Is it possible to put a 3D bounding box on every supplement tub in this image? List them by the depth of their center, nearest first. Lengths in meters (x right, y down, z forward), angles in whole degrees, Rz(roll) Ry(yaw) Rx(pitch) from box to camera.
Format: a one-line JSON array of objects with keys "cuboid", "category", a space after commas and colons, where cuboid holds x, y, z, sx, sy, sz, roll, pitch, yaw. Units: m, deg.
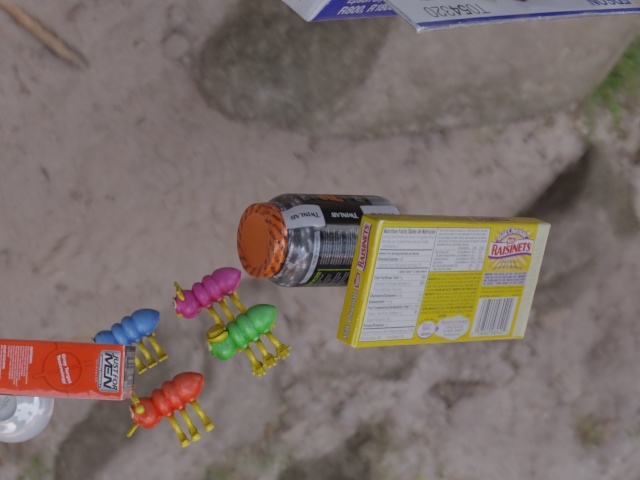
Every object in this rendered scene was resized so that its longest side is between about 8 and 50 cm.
[{"cuboid": [0.000, 0.000, 1.957, 0.190, 0.117, 0.117, 1, 118, -34], "category": "supplement tub"}]

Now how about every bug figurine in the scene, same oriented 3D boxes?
[{"cuboid": [-0.159, 0.118, 1.820, 0.216, 0.279, 0.072, -33, 118, -8], "category": "bug figurine"}]

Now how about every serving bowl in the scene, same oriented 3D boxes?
[{"cuboid": [-0.287, 0.146, 1.444, 0.083, 0.027, 0.083, 1, 94, 14], "category": "serving bowl"}]

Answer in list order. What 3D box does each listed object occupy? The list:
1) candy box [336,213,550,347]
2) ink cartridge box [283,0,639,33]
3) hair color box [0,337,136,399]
[{"cuboid": [0.104, 0.032, 1.289, 0.206, 0.027, 0.105, 1, 104, -43], "category": "candy box"}, {"cuboid": [0.057, -0.252, 1.313, 0.324, 0.330, 0.071, -12, 140, -47], "category": "ink cartridge box"}, {"cuboid": [-0.212, 0.095, 1.178, 0.141, 0.072, 0.043, 2, 86, 1], "category": "hair color box"}]
